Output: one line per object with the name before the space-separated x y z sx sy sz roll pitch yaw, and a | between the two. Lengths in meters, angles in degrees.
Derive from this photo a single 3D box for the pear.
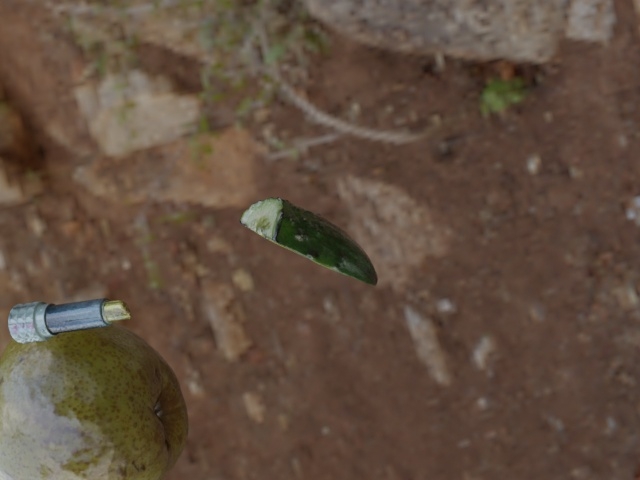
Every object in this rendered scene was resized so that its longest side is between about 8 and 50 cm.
pear | -0.251 0.190 1.911 0.188 0.211 0.228 72 -157 -64

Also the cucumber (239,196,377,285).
cucumber | 0.000 0.000 1.326 0.067 0.107 0.035 22 87 62

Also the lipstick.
lipstick | -0.212 0.065 1.517 0.116 0.037 0.037 -10 96 24
